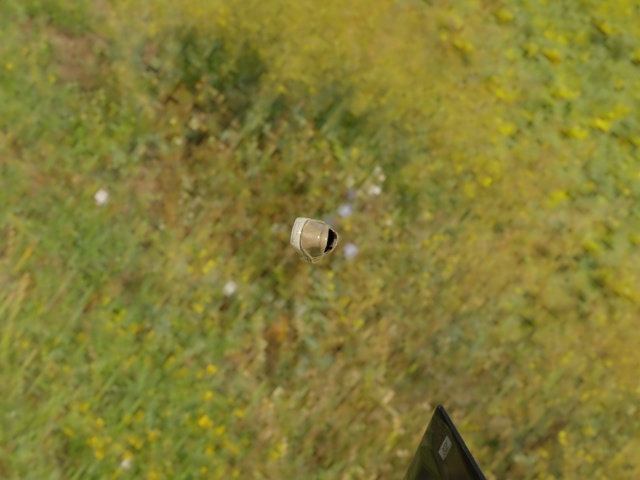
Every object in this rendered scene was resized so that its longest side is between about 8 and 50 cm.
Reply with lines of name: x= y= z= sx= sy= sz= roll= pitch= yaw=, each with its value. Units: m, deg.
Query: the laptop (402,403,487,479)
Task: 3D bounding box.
laptop: x=0.191 y=0.259 z=1.095 sx=0.264 sy=0.234 sz=0.137 roll=11 pitch=59 yaw=-1

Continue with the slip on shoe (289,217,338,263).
slip on shoe: x=0.000 y=0.000 z=1.595 sx=0.041 sy=0.051 sz=0.135 roll=12 pitch=-7 yaw=12
